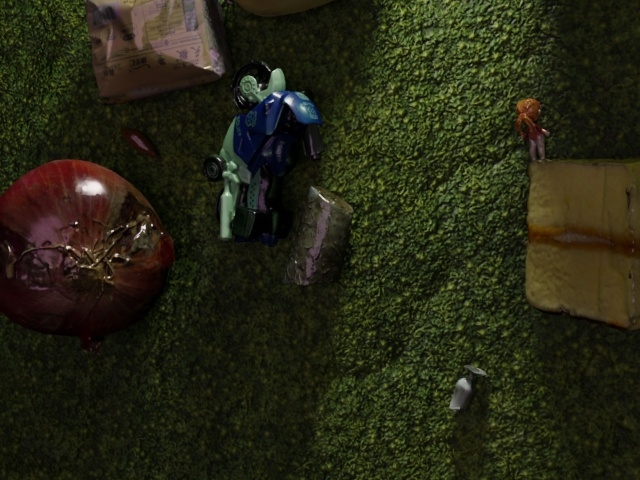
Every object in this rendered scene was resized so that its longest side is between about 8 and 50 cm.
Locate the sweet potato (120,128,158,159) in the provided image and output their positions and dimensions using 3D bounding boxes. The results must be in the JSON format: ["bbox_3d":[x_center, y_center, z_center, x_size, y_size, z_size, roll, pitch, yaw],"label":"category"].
[{"bbox_3d":[-0.348,-0.190,2.154,0.095,0.034,0.034,37,105,7],"label":"sweet potato"}]

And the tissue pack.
[{"bbox_3d":[-0.307,-0.381,2.082,0.257,0.123,0.214,-9,90,23],"label":"tissue pack"}]

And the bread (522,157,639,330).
[{"bbox_3d":[0.421,-0.001,1.764,0.236,0.198,0.263,3,95,29],"label":"bread"}]

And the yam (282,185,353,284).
[{"bbox_3d":[0.000,0.000,1.982,0.107,0.107,0.183,16,97,21],"label":"yam"}]

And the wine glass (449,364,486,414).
[{"bbox_3d":[0.253,0.258,1.919,0.039,0.042,0.083,40,114,56],"label":"wine glass"}]

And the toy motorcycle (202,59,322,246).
[{"bbox_3d":[-0.099,-0.152,1.989,0.196,0.125,0.331,14,99,34],"label":"toy motorcycle"}]

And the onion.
[{"bbox_3d":[-0.451,0.030,2.060,0.354,0.354,0.353,1,92,23],"label":"onion"}]

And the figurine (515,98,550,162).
[{"bbox_3d":[0.355,-0.183,1.858,0.064,0.047,0.109,-8,95,46],"label":"figurine"}]

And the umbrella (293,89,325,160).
[{"bbox_3d":[-0.020,-0.210,2.017,0.036,0.031,0.133,-12,88,24],"label":"umbrella"}]

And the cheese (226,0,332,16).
[{"bbox_3d":[-0.055,-0.528,1.970,0.316,0.128,0.259,-26,84,23],"label":"cheese"}]
